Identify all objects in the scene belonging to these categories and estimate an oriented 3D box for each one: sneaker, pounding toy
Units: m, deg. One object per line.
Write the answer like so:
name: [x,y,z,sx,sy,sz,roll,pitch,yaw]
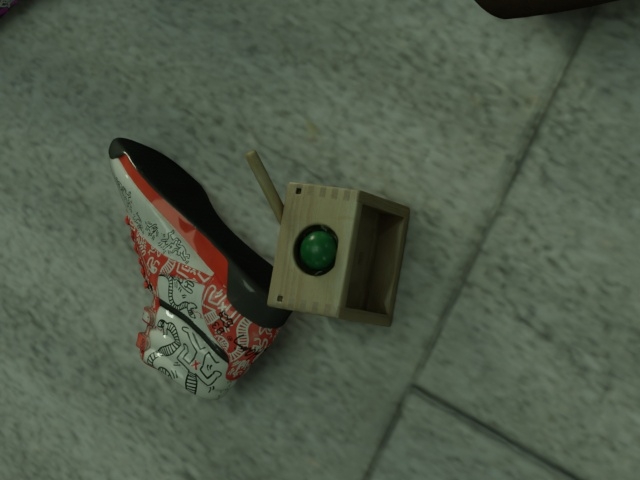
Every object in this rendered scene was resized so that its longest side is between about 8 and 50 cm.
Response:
sneaker: [-0.147,0.029,1.328,0.270,0.090,0.145,45,111,29]
pounding toy: [0.000,0.000,1.229,0.100,0.141,0.130,8,87,28]

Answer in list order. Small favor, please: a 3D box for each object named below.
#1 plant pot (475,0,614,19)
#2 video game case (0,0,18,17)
plant pot: [0.221,-0.277,1.136,0.230,0.215,0.215,-27,71,37]
video game case: [-0.359,-0.346,1.475,0.232,0.041,0.210,-33,73,36]
